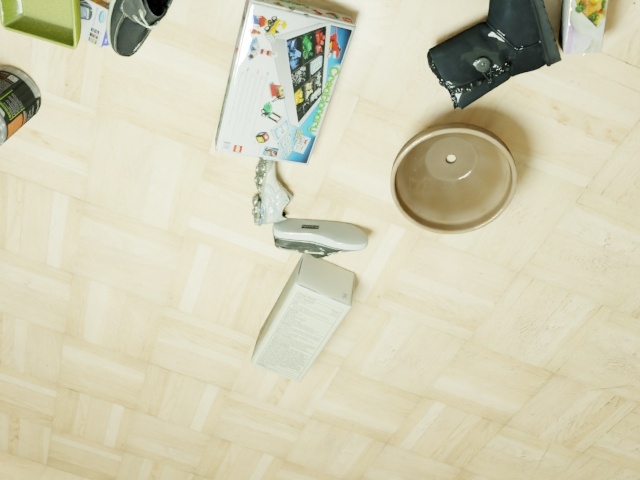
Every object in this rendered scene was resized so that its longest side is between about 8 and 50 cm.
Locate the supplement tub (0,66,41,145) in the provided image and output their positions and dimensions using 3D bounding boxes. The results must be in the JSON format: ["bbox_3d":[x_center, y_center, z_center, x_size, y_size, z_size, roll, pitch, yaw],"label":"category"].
[{"bbox_3d":[-0.650,-0.256,1.221,0.116,0.190,0.117,5,127,6],"label":"supplement tub"}]

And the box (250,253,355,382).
[{"bbox_3d":[-0.046,0.194,1.506,0.147,0.121,0.311,24,127,-9],"label":"box"}]

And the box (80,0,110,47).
[{"bbox_3d":[-0.449,-0.425,1.163,0.136,0.028,0.081,25,126,-12],"label":"box"}]

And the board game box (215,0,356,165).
[{"bbox_3d":[-0.074,-0.289,1.154,0.192,0.053,0.305,7,130,-19],"label":"board game box"}]

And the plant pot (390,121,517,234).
[{"bbox_3d":[0.257,-0.137,1.212,0.237,0.110,0.237,4,128,5],"label":"plant pot"}]

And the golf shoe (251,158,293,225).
[{"bbox_3d":[-0.100,-0.111,1.333,0.085,0.069,0.176,-2,133,-14],"label":"golf shoe"}]

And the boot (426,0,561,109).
[{"bbox_3d":[0.273,-0.358,1.048,0.207,0.094,0.246,-22,127,20],"label":"boot"}]

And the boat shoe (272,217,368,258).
[{"bbox_3d":[0.000,0.000,1.385,0.219,0.078,0.070,9,128,13],"label":"boat shoe"}]

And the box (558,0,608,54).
[{"bbox_3d":[0.423,-0.458,0.966,0.063,0.067,0.324,-2,126,10],"label":"box"}]

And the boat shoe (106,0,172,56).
[{"bbox_3d":[-0.316,-0.416,1.101,0.084,0.079,0.233,3,141,-44],"label":"boat shoe"}]

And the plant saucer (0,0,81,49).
[{"bbox_3d":[-0.495,-0.457,1.098,0.188,0.045,0.188,20,122,19],"label":"plant saucer"}]
